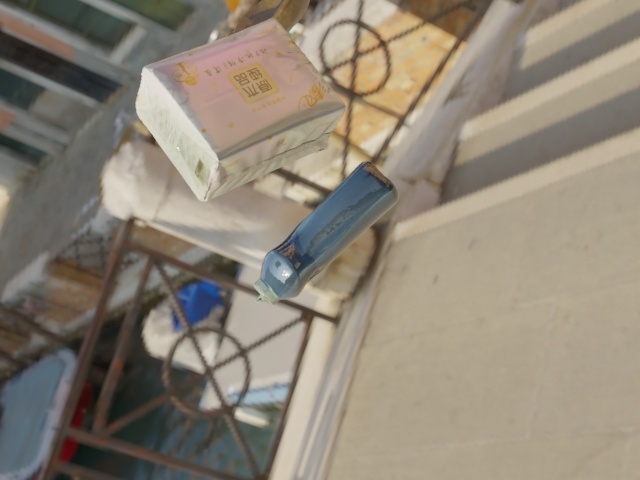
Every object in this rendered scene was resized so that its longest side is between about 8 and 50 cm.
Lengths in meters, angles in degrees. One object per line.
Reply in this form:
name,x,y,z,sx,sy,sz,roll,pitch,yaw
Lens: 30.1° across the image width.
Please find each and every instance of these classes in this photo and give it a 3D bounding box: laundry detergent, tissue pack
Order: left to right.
tissue pack,-0.113,-0.187,1.661,0.185,0.225,0.124,54,148,15
laundry detergent,-0.001,-0.001,1.375,0.206,0.061,0.096,-44,-5,-1

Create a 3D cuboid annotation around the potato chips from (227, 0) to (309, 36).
potato chips,-0.088,-0.401,2.177,0.195,0.062,0.208,-8,43,55
